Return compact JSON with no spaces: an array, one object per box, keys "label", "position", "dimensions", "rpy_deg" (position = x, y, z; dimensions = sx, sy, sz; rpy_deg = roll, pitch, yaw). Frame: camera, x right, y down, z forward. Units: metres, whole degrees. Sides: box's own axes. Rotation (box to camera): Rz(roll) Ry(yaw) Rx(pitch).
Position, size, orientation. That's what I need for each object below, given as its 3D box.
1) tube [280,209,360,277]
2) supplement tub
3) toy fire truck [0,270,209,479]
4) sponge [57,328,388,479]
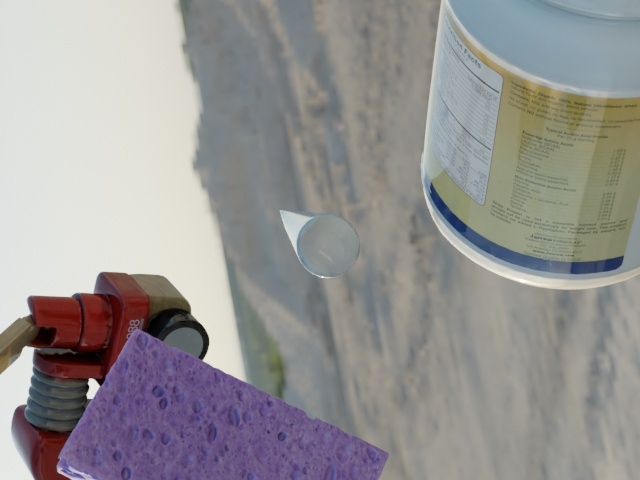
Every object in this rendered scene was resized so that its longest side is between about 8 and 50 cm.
[{"label":"tube","position":[0.000,0.000,1.441],"dimensions":[0.080,0.052,0.207],"rpy_deg":[45,179,-4]},{"label":"supplement tub","position":[0.201,-0.139,1.261],"dimensions":[0.316,0.228,0.228],"rpy_deg":[94,168,-48]},{"label":"toy fire truck","position":[-0.243,0.144,1.526],"dimensions":[0.158,0.246,0.217],"rpy_deg":[41,121,55]},{"label":"sponge","position":[-0.068,0.158,1.170],"dimensions":[0.117,0.210,0.031],"rpy_deg":[-63,-2,-31]}]
